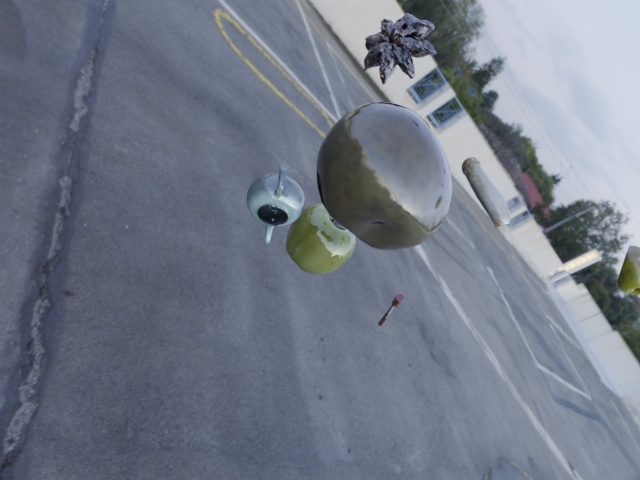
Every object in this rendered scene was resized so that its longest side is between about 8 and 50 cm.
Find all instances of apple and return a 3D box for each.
[{"bbox_3d":[0.000,0.000,1.690,0.279,0.279,0.279,44,27,-29],"label":"apple"}]

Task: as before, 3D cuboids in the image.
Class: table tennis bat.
[{"bbox_3d":[0.368,0.343,2.250,0.038,0.200,0.310,37,-24,11],"label":"table tennis bat"}]

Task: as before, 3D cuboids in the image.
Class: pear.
[{"bbox_3d":[0.901,0.086,1.227,0.141,0.103,0.141,-26,123,-50],"label":"pear"}]

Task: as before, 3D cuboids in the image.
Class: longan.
[{"bbox_3d":[0.140,-0.129,0.951,0.350,0.288,0.289,45,26,-36],"label":"longan"}]

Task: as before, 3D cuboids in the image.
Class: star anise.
[{"bbox_3d":[0.240,-0.626,1.385,0.223,0.236,0.109,47,5,34],"label":"star anise"}]

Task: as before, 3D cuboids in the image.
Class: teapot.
[{"bbox_3d":[-0.147,-0.124,1.437,0.192,0.294,0.130,12,53,-9],"label":"teapot"}]

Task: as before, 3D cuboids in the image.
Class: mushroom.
[{"bbox_3d":[0.708,-0.210,1.878,0.123,0.094,0.352,51,19,-58],"label":"mushroom"}]
